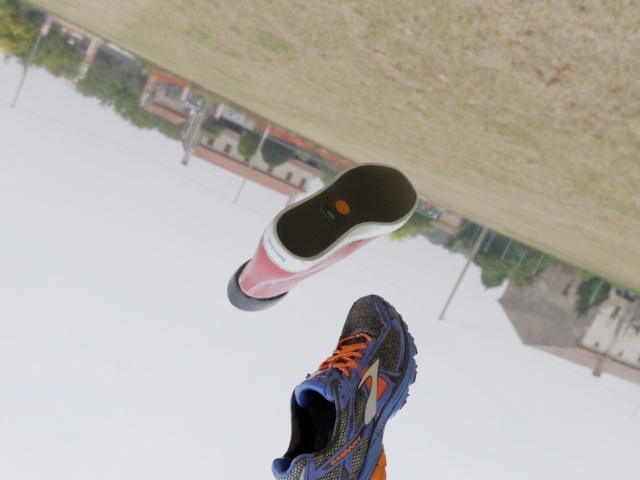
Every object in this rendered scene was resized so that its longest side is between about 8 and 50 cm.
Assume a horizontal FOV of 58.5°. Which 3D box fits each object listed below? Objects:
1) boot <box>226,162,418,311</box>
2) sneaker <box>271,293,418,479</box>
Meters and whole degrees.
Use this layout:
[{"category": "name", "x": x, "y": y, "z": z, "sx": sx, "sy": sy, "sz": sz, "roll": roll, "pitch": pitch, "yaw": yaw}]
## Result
[{"category": "boot", "x": 0.000, "y": 0.000, "z": 0.698, "sx": 0.244, "sy": 0.176, "sz": 0.088, "roll": -27, "pitch": -103, "yaw": -39}, {"category": "sneaker", "x": 0.023, "y": 0.131, "z": 0.498, "sx": 0.087, "sy": 0.083, "sz": 0.221, "roll": 44, "pitch": -138, "yaw": -25}]
